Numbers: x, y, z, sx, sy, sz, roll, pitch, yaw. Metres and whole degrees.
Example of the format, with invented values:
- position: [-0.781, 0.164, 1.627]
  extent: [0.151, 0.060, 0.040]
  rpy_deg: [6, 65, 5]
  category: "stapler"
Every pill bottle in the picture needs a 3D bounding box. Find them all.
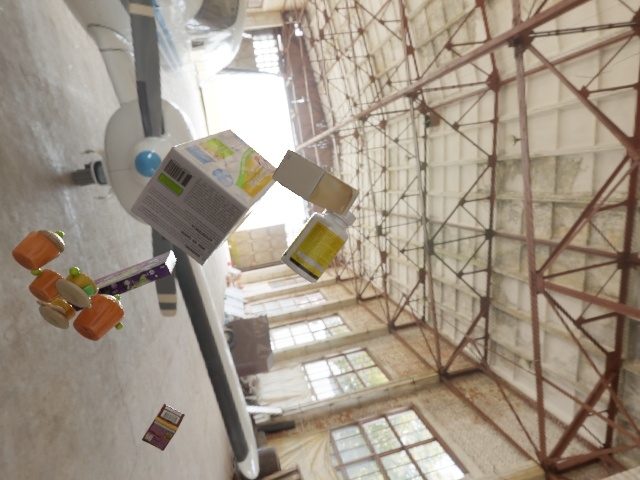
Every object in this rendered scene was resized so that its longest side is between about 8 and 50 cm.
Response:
- position: [0.000, 0.000, 0.594]
  extent: [0.065, 0.116, 0.065]
  rpy_deg: [37, -1, 1]
  category: "pill bottle"

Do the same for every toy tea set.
- position: [-0.588, 0.105, 0.979]
  extent: [0.336, 0.200, 0.124]
  rpy_deg: [106, 8, -45]
  category: "toy tea set"

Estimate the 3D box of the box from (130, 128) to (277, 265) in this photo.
- position: [-0.143, -0.072, 0.568]
  extent: [0.114, 0.103, 0.203]
  rpy_deg: [40, 21, -9]
  category: "box"

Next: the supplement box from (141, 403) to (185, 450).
- position: [-0.342, 0.407, 0.883]
  extent: [0.083, 0.055, 0.043]
  rpy_deg: [-54, -171, 21]
  category: "supplement box"

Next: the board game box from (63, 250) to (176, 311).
- position: [-0.652, 0.134, 1.316]
  extent: [0.208, 0.346, 0.056]
  rpy_deg: [-159, -133, -75]
  category: "board game box"

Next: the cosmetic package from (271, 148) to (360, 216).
- position: [-0.002, -0.067, 0.498]
  extent: [0.060, 0.041, 0.115]
  rpy_deg: [35, 10, 25]
  category: "cosmetic package"
